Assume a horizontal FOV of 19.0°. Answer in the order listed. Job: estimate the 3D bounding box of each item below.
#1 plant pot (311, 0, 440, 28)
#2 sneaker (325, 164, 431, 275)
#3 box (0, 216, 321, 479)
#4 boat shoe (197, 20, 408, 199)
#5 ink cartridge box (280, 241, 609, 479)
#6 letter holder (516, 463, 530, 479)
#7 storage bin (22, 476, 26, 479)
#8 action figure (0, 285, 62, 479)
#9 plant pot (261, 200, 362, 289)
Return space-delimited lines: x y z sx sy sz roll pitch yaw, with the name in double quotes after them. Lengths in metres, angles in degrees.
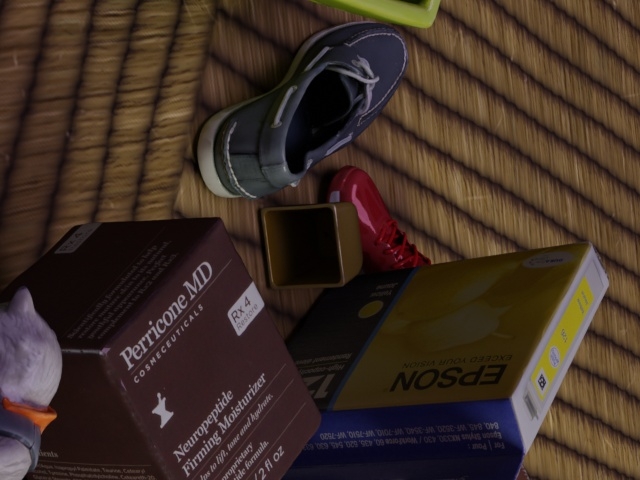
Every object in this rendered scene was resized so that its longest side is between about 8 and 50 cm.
-0.016 -0.329 1.734 0.227 0.207 0.228 12 90 -51 "plant pot"
0.095 0.019 1.946 0.087 0.128 0.221 -51 128 -41 "sneaker"
-0.138 0.112 1.471 0.168 0.167 0.203 -50 126 -39 "box"
0.011 -0.130 1.867 0.319 0.099 0.116 -37 117 -46 "boat shoe"
0.080 0.130 1.764 0.307 0.303 0.072 -54 126 -45 "ink cartridge box"
0.055 0.276 1.875 0.302 0.152 0.214 -50 124 -40 "letter holder"
-0.229 0.145 1.564 0.098 0.091 0.135 35 63 -45 "storage bin"
-0.314 0.156 1.320 0.330 0.341 0.178 -43 123 -6 "action figure"
0.000 0.000 1.871 0.083 0.081 0.081 -20 105 -63 "plant pot"
